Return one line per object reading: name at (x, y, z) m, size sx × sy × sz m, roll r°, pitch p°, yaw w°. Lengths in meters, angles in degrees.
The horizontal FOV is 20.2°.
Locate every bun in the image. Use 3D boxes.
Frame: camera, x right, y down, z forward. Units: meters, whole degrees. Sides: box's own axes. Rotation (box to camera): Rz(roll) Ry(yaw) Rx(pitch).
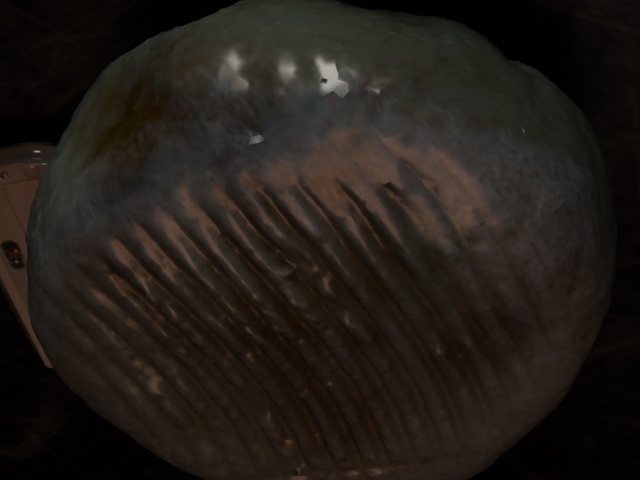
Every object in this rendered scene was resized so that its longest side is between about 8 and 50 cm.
bun at (0.000, 0.000, 1.110) m, size 0.361 × 0.211 × 0.362 m, roll 0°, pitch 131°, yaw 0°

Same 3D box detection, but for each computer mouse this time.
computer mouse at (-0.181, 0.010, 1.236) m, size 0.102 × 0.045 × 0.199 m, roll -11°, pitch 128°, yaw 14°
